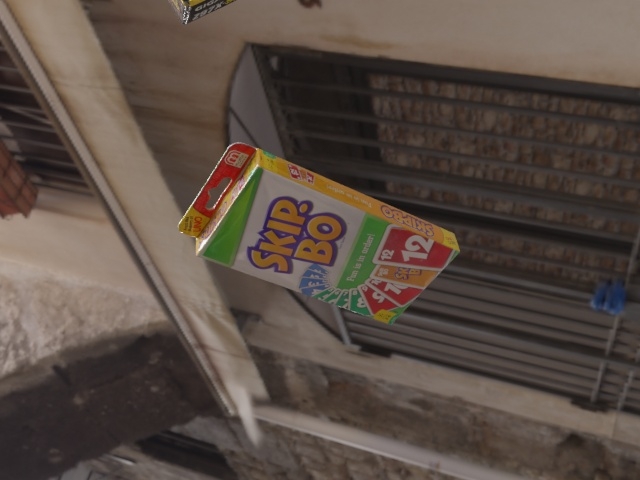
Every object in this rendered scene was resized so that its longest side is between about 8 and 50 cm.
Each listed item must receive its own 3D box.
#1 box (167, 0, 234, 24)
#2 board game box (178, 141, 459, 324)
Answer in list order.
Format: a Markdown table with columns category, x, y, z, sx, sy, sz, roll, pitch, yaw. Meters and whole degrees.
| category | x | y | z | sx | sy | sz | roll | pitch | yaw |
| --- | --- | --- | --- | --- | --- | --- | --- | --- | --- |
| box | -0.162 | -0.502 | 1.087 | 0.257 | 0.322 | 0.079 | -30 | 0 | -14 |
| board game box | 0.000 | 0.000 | 0.765 | 0.124 | 0.259 | 0.039 | -51 | 28 | 32 |
